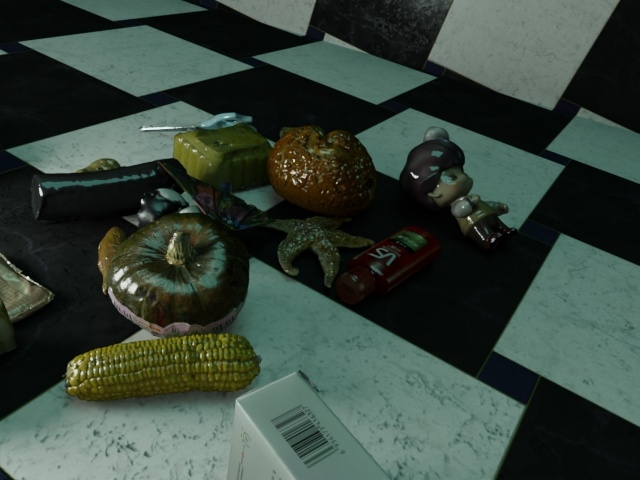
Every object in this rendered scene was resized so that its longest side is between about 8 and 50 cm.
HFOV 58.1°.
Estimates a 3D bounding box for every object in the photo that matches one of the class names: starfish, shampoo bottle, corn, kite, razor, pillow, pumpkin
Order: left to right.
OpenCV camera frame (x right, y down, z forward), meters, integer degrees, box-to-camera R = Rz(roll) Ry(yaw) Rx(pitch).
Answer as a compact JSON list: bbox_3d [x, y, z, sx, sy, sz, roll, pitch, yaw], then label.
[{"bbox_3d":[-0.612,0.088,1.077,0.211,0.034,0.135,27,34,20],"label":"pillow"},{"bbox_3d":[-0.475,-0.110,1.303,0.327,0.107,0.189,-13,-4,-33],"label":"razor"},{"bbox_3d":[-0.258,0.206,0.949,0.313,0.102,0.102,1,34,-17],"label":"corn"},{"bbox_3d":[-0.255,0.054,1.064,0.260,0.189,0.260,6,52,-8],"label":"pumpkin"},{"bbox_3d":[-0.223,-0.079,1.277,0.321,0.016,0.234,25,27,-23],"label":"kite"},{"bbox_3d":[0.001,-0.004,1.391,0.302,0.060,0.299,-17,40,-38],"label":"starfish"},{"bbox_3d":[0.156,0.054,1.334,0.118,0.076,0.314,35,39,26],"label":"shampoo bottle"}]

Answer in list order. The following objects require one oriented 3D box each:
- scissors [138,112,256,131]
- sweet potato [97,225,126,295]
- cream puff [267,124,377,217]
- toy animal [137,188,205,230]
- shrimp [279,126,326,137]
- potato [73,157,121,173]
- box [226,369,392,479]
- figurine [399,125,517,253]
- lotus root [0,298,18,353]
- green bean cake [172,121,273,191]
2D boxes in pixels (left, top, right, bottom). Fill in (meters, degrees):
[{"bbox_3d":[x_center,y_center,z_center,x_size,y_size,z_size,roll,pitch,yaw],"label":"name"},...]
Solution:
[{"bbox_3d":[-0.379,-0.349,1.764,0.360,0.029,0.191,0,-8,2],"label":"scissors"},{"bbox_3d":[-0.430,0.041,1.189,0.068,0.060,0.206,-29,38,6],"label":"sweet potato"},{"bbox_3d":[0.009,-0.196,1.534,0.303,0.212,0.303,11,26,-5],"label":"cream puff"},{"bbox_3d":[-0.302,-0.029,1.256,0.179,0.138,0.166,22,7,2],"label":"toy animal"},{"bbox_3d":[0.014,-0.313,1.866,0.317,0.062,0.164,22,31,19],"label":"shrimp"},{"bbox_3d":[-0.552,-0.156,1.433,0.091,0.070,0.138,27,37,13],"label":"potato"},{"bbox_3d":[0.000,0.345,0.725,0.106,0.200,0.299,-16,42,-34],"label":"box"},{"bbox_3d":[0.371,-0.137,1.578,0.218,0.206,0.365,-29,50,-27],"label":"figurine"},{"bbox_3d":[-0.597,0.166,0.883,0.138,0.119,0.235,26,36,11],"label":"lotus root"},{"bbox_3d":[-0.267,-0.243,1.609,0.236,0.124,0.233,-20,44,-38],"label":"green bean cake"}]
